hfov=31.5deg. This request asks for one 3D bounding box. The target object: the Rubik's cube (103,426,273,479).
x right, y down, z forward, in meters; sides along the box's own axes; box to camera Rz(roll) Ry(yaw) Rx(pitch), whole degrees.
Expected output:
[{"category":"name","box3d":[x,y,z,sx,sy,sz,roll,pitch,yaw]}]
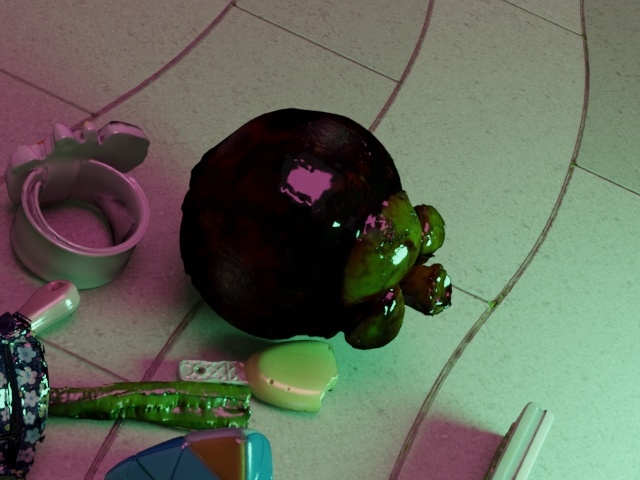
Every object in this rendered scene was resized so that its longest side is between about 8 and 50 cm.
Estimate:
[{"category":"Rubik's cube","box3d":[-0.135,0.347,1.473,0.255,0.254,0.254,11,45,-12]}]

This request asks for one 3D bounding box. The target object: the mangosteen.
[{"category":"mangosteen","box3d":[-0.009,-0.017,1.769,0.422,0.381,0.381,15,44,-20]}]

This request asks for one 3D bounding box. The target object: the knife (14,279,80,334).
[{"category":"knife","box3d":[-0.466,0.164,1.631,0.081,0.043,0.336,6,37,34]}]

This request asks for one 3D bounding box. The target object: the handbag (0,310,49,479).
[{"category":"handbag","box3d":[-0.462,0.211,1.494,0.208,0.228,0.127,-7,12,-37]}]

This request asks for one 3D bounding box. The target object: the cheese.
[{"category":"cheese","box3d":[-0.093,0.208,1.745,0.256,0.050,0.127,2,49,-18]}]

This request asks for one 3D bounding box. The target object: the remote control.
[{"category":"remote control","box3d":[0.269,0.368,1.698,0.056,0.103,0.277,29,44,10]}]

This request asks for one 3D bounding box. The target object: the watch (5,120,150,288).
[{"category":"watch","box3d":[-0.363,-0.059,1.800,0.244,0.196,0.231,-11,60,-34]}]

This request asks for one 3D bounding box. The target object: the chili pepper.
[{"category":"chili pepper","box3d":[-0.277,0.226,1.640,0.359,0.076,0.084,10,78,-13]}]
